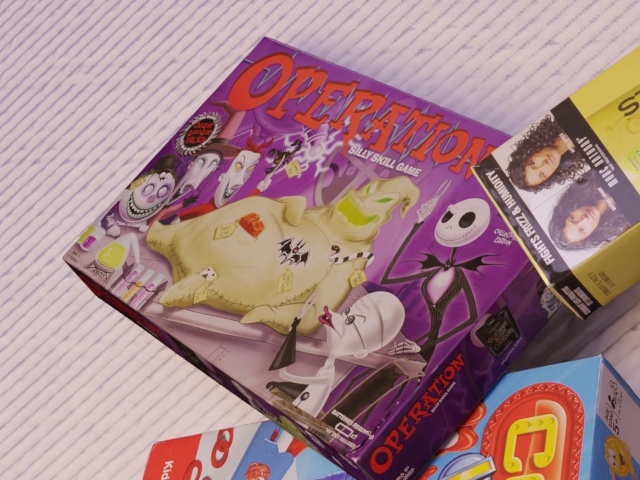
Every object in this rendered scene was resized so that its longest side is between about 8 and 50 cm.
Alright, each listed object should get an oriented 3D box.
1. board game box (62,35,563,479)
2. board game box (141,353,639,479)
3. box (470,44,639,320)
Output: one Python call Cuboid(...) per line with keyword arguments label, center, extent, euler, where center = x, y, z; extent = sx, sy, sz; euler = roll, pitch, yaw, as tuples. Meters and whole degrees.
Cuboid(label="board game box", center=(0.000, 0.000, 1.107), extent=(0.208, 0.056, 0.347), euler=(-45, 37, -13))
Cuboid(label="board game box", center=(0.018, 0.230, 0.971), extent=(0.302, 0.086, 0.308), euler=(-15, 45, 31))
Cuboid(label="box", center=(0.196, -0.064, 0.922), extent=(0.232, 0.058, 0.087), euler=(-35, 60, 9))
